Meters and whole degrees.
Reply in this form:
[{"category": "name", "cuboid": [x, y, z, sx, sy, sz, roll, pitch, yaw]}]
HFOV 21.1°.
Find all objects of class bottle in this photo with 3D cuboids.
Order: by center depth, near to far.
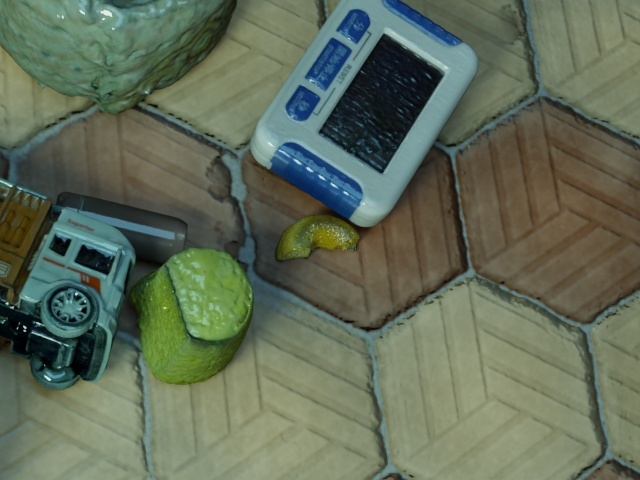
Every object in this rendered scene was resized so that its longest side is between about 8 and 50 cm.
[{"category": "bottle", "cuboid": [-0.212, -0.012, 1.813, 0.140, 0.053, 0.053, 13, 65, -9]}]

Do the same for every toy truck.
[{"category": "toy truck", "cuboid": [-0.336, 0.018, 1.727, 0.305, 0.136, 0.162, 21, 55, -2]}]

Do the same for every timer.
[{"category": "timer", "cuboid": [0.049, -0.151, 1.927, 0.178, 0.078, 0.253, 34, 65, -1]}]

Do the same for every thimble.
[{"category": "thimble", "cuboid": [-0.223, -0.299, 1.857, 0.292, 0.195, 0.291, 5, 65, -11]}]

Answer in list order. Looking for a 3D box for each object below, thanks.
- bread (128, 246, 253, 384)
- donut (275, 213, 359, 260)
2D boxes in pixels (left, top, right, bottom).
[{"category": "bread", "cuboid": [-0.127, 0.074, 1.767, 0.111, 0.114, 0.129, -17, 75, -27]}, {"category": "donut", "cuboid": [0.000, 0.000, 1.870, 0.083, 0.038, 0.067, 21, 61, -2]}]
